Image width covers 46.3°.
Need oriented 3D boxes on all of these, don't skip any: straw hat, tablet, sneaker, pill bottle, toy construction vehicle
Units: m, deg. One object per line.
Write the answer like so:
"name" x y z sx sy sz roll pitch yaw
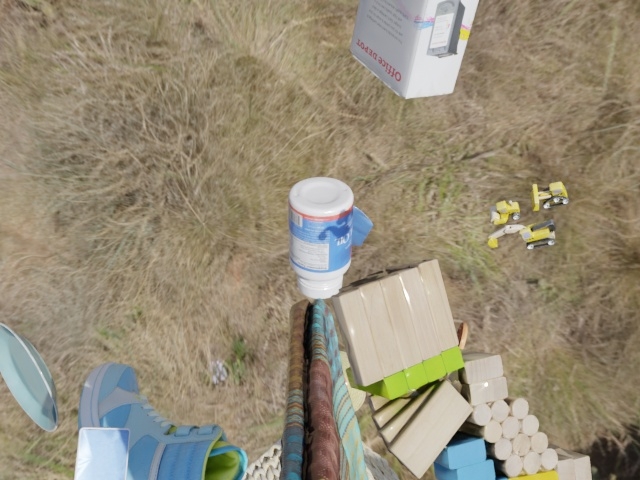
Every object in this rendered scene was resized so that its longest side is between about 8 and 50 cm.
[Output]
"straw hat" 0.023 0.303 1.577 0.061 0.144 0.145 -7 93 -44
"tablet" -0.231 0.241 0.792 0.054 0.006 0.083 9 77 -27
"sneaker" -0.204 0.264 0.986 0.208 0.319 0.127 -16 127 -3
"pill bottle" 0.000 0.000 1.448 0.124 0.124 0.222 -6 128 -9
"toy construction vehicle" 0.252 -0.033 0.914 0.098 0.086 0.035 -11 138 25

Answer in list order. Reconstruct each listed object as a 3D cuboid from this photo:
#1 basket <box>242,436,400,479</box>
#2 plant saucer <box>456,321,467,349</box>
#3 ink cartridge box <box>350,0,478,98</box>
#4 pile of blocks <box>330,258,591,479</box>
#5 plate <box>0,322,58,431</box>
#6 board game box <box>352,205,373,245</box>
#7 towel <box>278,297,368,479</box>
"basket" 0.040 0.579 1.521 0.266 0.331 0.328 -44 124 1
"plant saucer" 0.309 0.221 1.654 0.013 0.083 0.084 16 89 2
"ink cartridge box" 0.183 -0.460 1.427 0.131 0.226 0.306 -12 133 -26
"pile of blocks" 0.122 0.174 0.738 0.149 0.112 0.362 -44 103 -19
"plate" -0.444 0.203 1.137 0.024 0.188 0.188 -31 97 -38
"board game box" 0.050 -0.052 1.670 0.133 0.169 0.033 26 61 1
"towel" 0.036 0.248 0.452 0.040 0.271 0.370 -13 107 2
